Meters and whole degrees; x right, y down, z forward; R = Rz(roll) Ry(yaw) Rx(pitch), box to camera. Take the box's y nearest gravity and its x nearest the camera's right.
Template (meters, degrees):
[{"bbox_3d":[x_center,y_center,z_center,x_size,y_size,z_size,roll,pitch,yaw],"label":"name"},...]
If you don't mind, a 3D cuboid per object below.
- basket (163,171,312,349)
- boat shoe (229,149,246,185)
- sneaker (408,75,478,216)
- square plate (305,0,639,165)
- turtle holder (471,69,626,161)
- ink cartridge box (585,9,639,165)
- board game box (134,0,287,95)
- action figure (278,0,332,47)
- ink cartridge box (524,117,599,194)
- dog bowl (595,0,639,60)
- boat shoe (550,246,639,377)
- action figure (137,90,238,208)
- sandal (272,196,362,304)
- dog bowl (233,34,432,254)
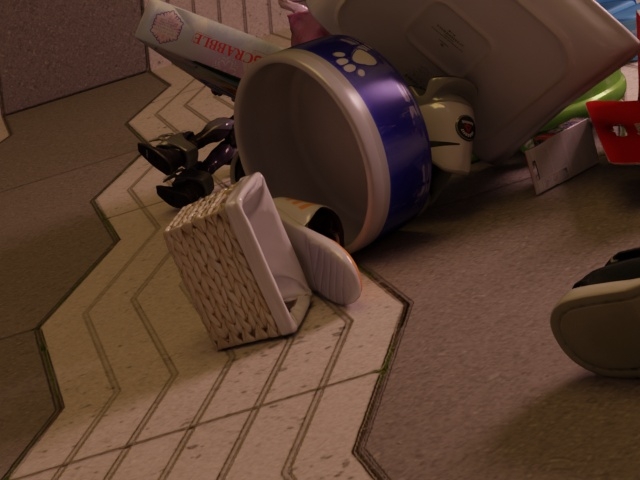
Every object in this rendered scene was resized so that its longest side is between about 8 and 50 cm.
[{"bbox_3d":[-0.092,0.026,1.680,0.103,0.167,0.113,-18,15,16],"label":"basket"},{"bbox_3d":[-0.071,-0.113,2.259,0.079,0.084,0.233,-11,15,25],"label":"boat shoe"},{"bbox_3d":[0.082,-0.091,1.963,0.122,0.146,0.330,9,-21,-30],"label":"sneaker"},{"bbox_3d":[0.172,-0.263,1.880,0.049,0.347,0.344,-54,7,-34],"label":"square plate"},{"bbox_3d":[0.279,-0.257,2.105,0.243,0.227,0.320,-20,17,-7],"label":"turtle holder"},{"bbox_3d":[0.462,-0.193,1.785,0.271,0.130,0.309,-3,18,5],"label":"ink cartridge box"},{"bbox_3d":[-0.064,-0.227,2.150,0.318,0.066,0.318,23,-1,18],"label":"board game box"},{"bbox_3d":[0.102,-0.348,2.564,0.248,0.276,0.370,-16,1,-16],"label":"action figure"},{"bbox_3d":[0.296,-0.106,1.883,0.115,0.063,0.029,-27,19,-29],"label":"ink cartridge box"},{"bbox_3d":[0.498,-0.350,2.463,0.166,0.074,0.297,-25,18,-24],"label":"dog bowl"},{"bbox_3d":[0.352,0.042,1.221,0.340,0.127,0.113,-14,25,47],"label":"boat shoe"},{"bbox_3d":[-0.150,-0.170,2.396,0.099,0.185,0.285,22,45,39],"label":"action figure"},{"bbox_3d":[0.003,0.010,1.769,0.076,0.102,0.265,-23,25,-21],"label":"sandal"},{"bbox_3d":[0.013,-0.117,1.857,0.104,0.265,0.265,-25,17,-33],"label":"dog bowl"}]
